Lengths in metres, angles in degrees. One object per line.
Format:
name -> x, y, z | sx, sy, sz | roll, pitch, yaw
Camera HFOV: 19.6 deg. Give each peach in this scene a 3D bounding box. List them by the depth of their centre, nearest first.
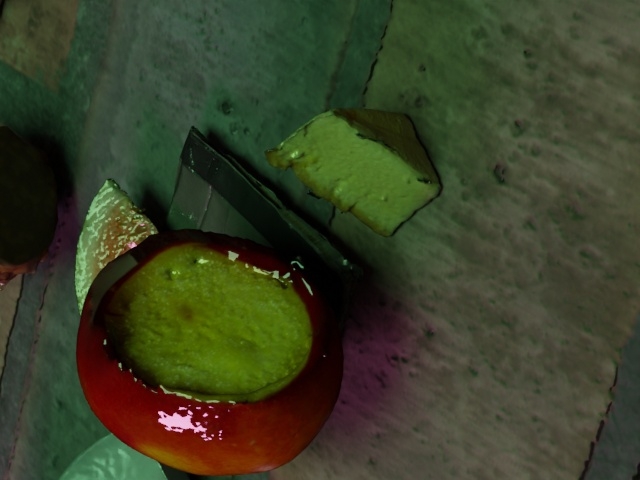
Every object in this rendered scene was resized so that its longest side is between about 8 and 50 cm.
peach -> -0.084, 0.086, 1.435 | 0.226, 0.190, 0.196 | -15, 81, 57

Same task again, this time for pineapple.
pineapple -> -0.395, -0.018, 1.797 | 0.340, 0.169, 0.169 | -10, 88, 48

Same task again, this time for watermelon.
watermelon -> -0.148, 0.067, 1.615 | 0.119, 0.063, 0.245 | -44, 62, 32

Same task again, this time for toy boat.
toy boat -> -0.164, 0.239, 1.672 | 0.208, 0.079, 0.134 | -41, 75, 28

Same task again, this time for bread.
bread -> 0.026, -0.054, 1.408 | 0.084, 0.109, 0.080 | -37, 67, 37

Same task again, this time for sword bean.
sword bean -> 0.000, 0.000, 1.506 | 0.083, 0.012, 0.012 | 40, 122, 35

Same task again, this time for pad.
pad -> -0.062, 0.033, 1.560 | 0.233, 0.022, 0.174 | 41, 127, 35
